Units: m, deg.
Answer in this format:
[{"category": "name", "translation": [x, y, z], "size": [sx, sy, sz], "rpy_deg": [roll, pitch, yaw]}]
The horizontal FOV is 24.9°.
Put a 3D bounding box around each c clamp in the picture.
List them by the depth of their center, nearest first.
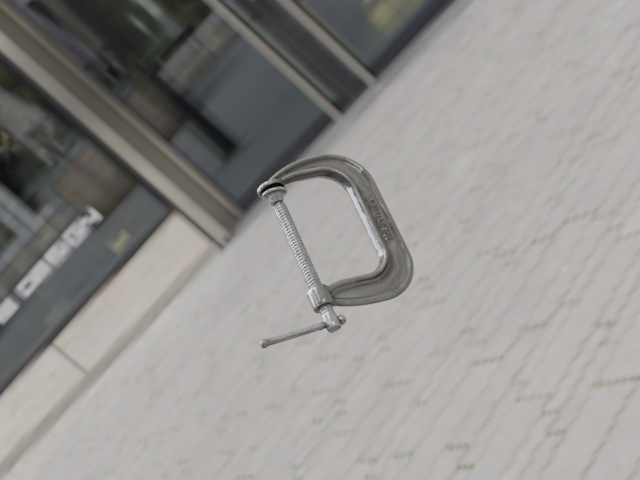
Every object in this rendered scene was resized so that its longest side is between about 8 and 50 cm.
[{"category": "c clamp", "translation": [0.000, 0.000, 1.104], "size": [0.022, 0.137, 0.161], "rpy_deg": [109, 148, -54]}]
